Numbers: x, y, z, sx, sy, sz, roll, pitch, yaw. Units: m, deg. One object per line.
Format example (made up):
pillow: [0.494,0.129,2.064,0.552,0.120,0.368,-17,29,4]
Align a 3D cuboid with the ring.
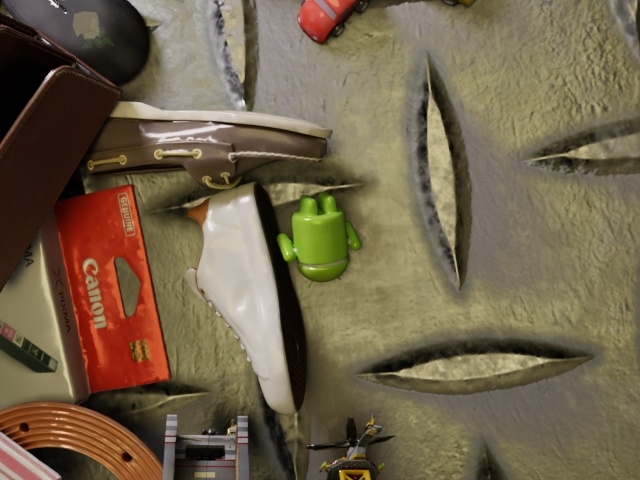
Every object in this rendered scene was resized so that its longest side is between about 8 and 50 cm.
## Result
ring: [-0.329,0.362,1.041,0.336,0.032,0.337,3,105,10]

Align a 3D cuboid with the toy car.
toy car: [0.068,-0.380,0.987,0.239,0.053,0.225,-12,90,7]

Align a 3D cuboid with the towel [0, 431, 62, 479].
towel: [-0.427,0.328,1.021,0.144,0.029,0.197,35,107,3]

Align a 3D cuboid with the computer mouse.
computer mouse: [-0.347,-0.306,1.033,0.272,0.072,0.188,37,95,5]

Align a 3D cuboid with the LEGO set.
LEGO set: [-0.070,0.326,0.957,0.331,0.192,0.255,-4,126,-4]

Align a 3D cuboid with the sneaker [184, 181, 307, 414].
sneaker: [-0.097,0.081,1.002,0.123,0.106,0.290,-16,79,12]

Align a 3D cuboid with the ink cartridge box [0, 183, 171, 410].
ink cartridge box: [-0.342,0.079,1.049,0.238,0.060,0.275,-12,90,9]

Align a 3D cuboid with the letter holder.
letter holder: [-0.408,-0.104,0.902,0.152,0.214,0.302,36,98,17]

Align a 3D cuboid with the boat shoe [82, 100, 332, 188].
boat shoe: [-0.146,-0.114,0.992,0.324,0.116,0.097,6,93,11]

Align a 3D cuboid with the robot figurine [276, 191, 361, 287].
robot figurine: [0.000,0.000,0.992,0.101,0.067,0.115,-11,107,-18]
